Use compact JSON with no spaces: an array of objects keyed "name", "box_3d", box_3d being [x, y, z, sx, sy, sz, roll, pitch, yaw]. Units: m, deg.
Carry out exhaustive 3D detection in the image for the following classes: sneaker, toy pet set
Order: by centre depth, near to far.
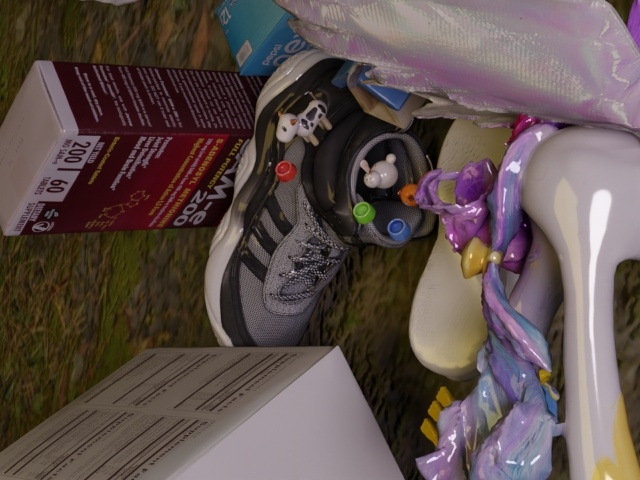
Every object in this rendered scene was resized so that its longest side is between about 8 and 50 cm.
[{"name":"sneaker","box_3d":[0.116,-0.010,0.835,0.080,0.094,0.212,18,84,24]},{"name":"toy pet set","box_3d":[0.029,-0.080,0.843,0.122,0.065,0.114,27,77,35]},{"name":"sneaker","box_3d":[0.000,0.000,0.952,0.153,0.101,0.268,33,114,49]}]

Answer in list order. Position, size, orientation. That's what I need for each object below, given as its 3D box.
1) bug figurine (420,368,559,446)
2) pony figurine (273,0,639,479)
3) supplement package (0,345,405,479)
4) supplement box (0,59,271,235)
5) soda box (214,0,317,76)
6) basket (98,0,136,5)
[{"name":"bug figurine","box_3d":[0.157,0.224,0.792,0.279,0.072,0.216,53,136,30]},{"name":"pony figurine","box_3d":[0.153,-0.029,0.654,0.351,0.303,0.363,4,92,15]},{"name":"supplement package","box_3d":[-0.090,0.212,0.952,0.263,0.198,0.199,-7,114,52]},{"name":"supplement box","box_3d":[-0.131,-0.071,1.005,0.130,0.239,0.073,-50,56,41]},{"name":"soda box","box_3d":[0.005,-0.214,0.962,0.210,0.071,0.067,-44,59,43]},{"name":"basket","box_3d":[-0.279,-0.429,1.115,0.266,0.328,0.331,-41,60,40]}]
